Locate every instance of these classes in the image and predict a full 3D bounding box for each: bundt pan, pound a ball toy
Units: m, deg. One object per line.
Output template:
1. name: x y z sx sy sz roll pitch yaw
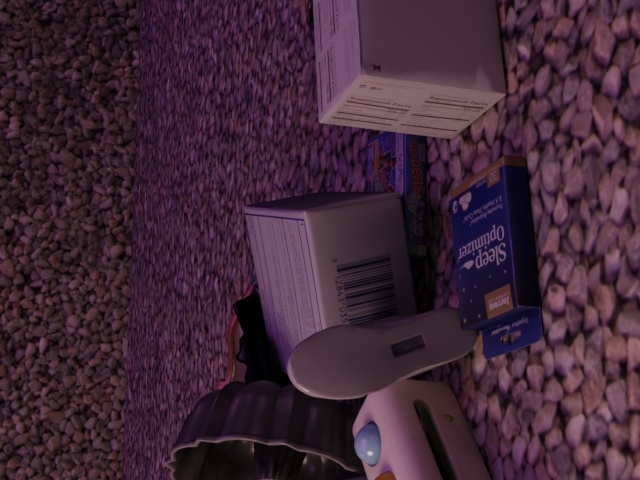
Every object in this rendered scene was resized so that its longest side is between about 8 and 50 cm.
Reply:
1. bundt pan: -0.061 0.315 1.531 0.331 0.330 0.124 125 160 -52
2. pound a ball toy: 0.119 0.362 1.276 0.319 0.135 0.208 -109 31 -46

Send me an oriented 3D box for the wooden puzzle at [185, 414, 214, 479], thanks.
1. wooden puzzle: -0.160 0.457 1.757 0.348 0.080 0.322 27 -119 -67

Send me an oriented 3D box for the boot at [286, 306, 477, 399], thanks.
1. boot: 0.067 0.151 1.297 0.123 0.258 0.095 139 119 -65

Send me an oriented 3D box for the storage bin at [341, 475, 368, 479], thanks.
1. storage bin: 0.068 0.387 1.404 0.098 0.135 0.091 -17 52 28

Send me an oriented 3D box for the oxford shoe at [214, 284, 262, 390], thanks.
1. oxford shoe: -0.107 0.232 1.956 0.130 0.123 0.348 29 114 38

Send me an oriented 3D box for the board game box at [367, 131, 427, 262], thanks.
1. board game box: 0.112 -0.065 1.513 0.136 0.035 0.201 159 113 -67

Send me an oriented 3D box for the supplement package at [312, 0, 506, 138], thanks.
1. supplement package: 0.110 -0.289 1.330 0.145 0.204 0.262 141 130 -63

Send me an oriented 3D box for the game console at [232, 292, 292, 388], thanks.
1. game console: -0.096 0.206 1.714 0.361 0.044 0.213 -78 -34 -88

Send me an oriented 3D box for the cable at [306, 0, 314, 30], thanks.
1. cable: 0.027 -0.523 1.832 0.139 0.072 0.287 16 114 51

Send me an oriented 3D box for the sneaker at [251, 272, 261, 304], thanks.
1. sneaker: -0.067 0.109 1.816 0.108 0.121 0.302 134 136 -59

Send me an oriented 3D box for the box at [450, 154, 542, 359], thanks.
1. box: 0.212 0.024 1.243 0.136 0.036 0.225 142 127 -62

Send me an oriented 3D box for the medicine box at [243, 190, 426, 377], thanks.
1. medicine box: 0.014 0.067 1.502 0.289 0.149 0.264 -171 70 -69
